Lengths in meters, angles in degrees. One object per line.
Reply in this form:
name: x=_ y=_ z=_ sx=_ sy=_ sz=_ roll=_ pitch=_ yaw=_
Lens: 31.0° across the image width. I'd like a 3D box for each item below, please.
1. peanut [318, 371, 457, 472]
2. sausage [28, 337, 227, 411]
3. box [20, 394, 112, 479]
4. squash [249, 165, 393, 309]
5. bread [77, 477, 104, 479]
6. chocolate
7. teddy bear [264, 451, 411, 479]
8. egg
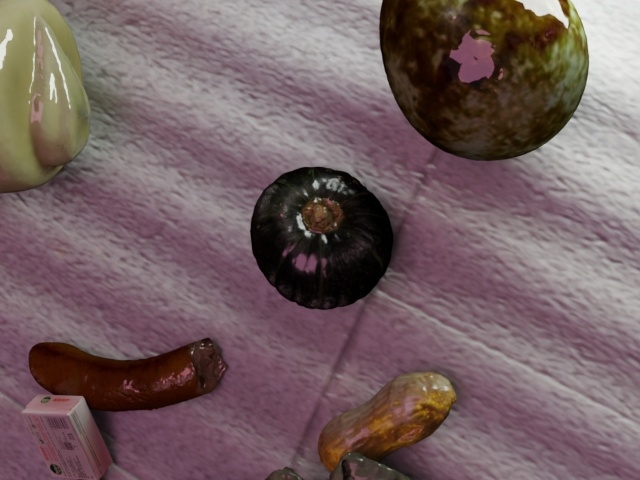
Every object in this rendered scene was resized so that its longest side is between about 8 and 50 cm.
peanut: x=0.084 y=0.236 z=1.500 sx=0.206 sy=0.087 sz=0.087 roll=-34 pitch=78 yaw=18
sausage: x=-0.282 y=0.192 z=1.642 sx=0.302 sy=0.076 sz=0.103 roll=-3 pitch=79 yaw=19
box: x=-0.361 y=0.282 z=1.649 sx=0.089 sy=0.043 sz=0.125 roll=-1 pitch=121 yaw=28
squash: x=-0.001 y=-0.003 z=1.495 sx=0.193 sy=0.156 sz=0.193 roll=6 pitch=73 yaw=-19
bread: x=-0.349 y=0.373 z=1.683 sx=0.083 sy=0.036 sz=0.047 roll=-41 pitch=73 yaw=13
chocolate: x=-0.475 y=-0.222 z=1.596 sx=0.297 sy=0.326 sz=0.314 roll=-4 pitch=55 yaw=23
teddy bear: x=0.015 y=0.442 z=1.475 sx=0.367 sy=0.224 sz=0.357 roll=-28 pitch=93 yaw=-8
egg: x=0.189 y=-0.234 z=1.391 sx=0.238 sy=0.238 sz=0.289 roll=-38 pitch=73 yaw=16
